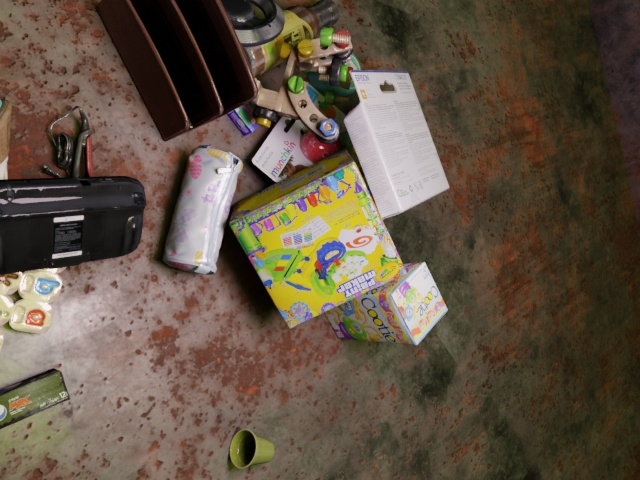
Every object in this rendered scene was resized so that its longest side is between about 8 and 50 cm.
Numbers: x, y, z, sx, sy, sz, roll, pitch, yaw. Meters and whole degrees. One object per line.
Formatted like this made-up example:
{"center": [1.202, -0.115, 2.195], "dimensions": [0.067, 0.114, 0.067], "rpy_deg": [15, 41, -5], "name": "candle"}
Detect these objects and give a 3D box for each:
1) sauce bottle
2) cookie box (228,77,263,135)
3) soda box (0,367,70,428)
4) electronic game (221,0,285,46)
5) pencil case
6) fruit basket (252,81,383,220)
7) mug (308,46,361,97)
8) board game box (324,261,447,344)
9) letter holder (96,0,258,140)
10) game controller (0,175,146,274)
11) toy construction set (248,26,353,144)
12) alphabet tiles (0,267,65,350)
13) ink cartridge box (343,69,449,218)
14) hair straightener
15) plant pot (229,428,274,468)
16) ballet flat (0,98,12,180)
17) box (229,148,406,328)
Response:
{"center": [-0.083, -0.513, 1.383], "dimensions": [0.344, 0.111, 0.111], "rpy_deg": [-42, 111, -32], "name": "sauce bottle"}
{"center": [-0.169, -0.321, 1.340], "dimensions": [0.092, 0.040, 0.107], "rpy_deg": [51, 57, -22], "name": "cookie box"}
{"center": [-0.537, 0.285, 0.977], "dimensions": [0.169, 0.053, 0.060], "rpy_deg": [-20, 97, -38], "name": "soda box"}
{"center": [-0.195, -0.515, 1.268], "dimensions": [0.229, 0.048, 0.229], "rpy_deg": [7, 52, -9], "name": "electronic game"}
{"center": [-0.248, -0.062, 1.198], "dimensions": [0.113, 0.124, 0.273], "rpy_deg": [38, 62, -60], "name": "pencil case"}
{"center": [0.042, -0.200, 1.412], "dimensions": [0.353, 0.165, 0.327], "rpy_deg": [42, 54, -18], "name": "fruit basket"}
{"center": [0.036, -0.445, 1.478], "dimensions": [0.158, 0.097, 0.129], "rpy_deg": [-1, 86, -39], "name": "mug"}
{"center": [0.146, 0.154, 1.389], "dimensions": [0.144, 0.275, 0.142], "rpy_deg": [-39, 109, -35], "name": "board game box"}
{"center": [-0.286, -0.390, 1.143], "dimensions": [0.152, 0.214, 0.301], "rpy_deg": [-35, 107, -35], "name": "letter holder"}
{"center": [-0.462, -0.031, 1.008], "dimensions": [0.319, 0.067, 0.166], "rpy_deg": [-9, 125, -49], "name": "game controller"}
{"center": [-0.053, -0.371, 1.294], "dimensions": [0.309, 0.237, 0.257], "rpy_deg": [-73, 170, -66], "name": "toy construction set"}
{"center": [-0.600, 0.056, 0.972], "dimensions": [0.278, 0.021, 0.284], "rpy_deg": [18, 74, -33], "name": "alphabet tiles"}
{"center": [0.180, -0.243, 1.351], "dimensions": [0.324, 0.071, 0.330], "rpy_deg": [-24, 93, -55], "name": "ink cartridge box"}
{"center": [-0.479, -0.144, 1.069], "dimensions": [0.089, 0.047, 0.230], "rpy_deg": [1, 90, -38], "name": "hair straightener"}
{"center": [-0.148, 0.471, 1.258], "dimensions": [0.079, 0.083, 0.083], "rpy_deg": [29, 67, -46], "name": "plant pot"}
{"center": [-0.601, -0.078, 0.917], "dimensions": [0.342, 0.116, 0.124], "rpy_deg": [-61, 138, -24], "name": "ballet flat"}
{"center": [-0.006, -0.007, 1.252], "dimensions": [0.290, 0.177, 0.279], "rpy_deg": [-25, 108, 4], "name": "box"}
